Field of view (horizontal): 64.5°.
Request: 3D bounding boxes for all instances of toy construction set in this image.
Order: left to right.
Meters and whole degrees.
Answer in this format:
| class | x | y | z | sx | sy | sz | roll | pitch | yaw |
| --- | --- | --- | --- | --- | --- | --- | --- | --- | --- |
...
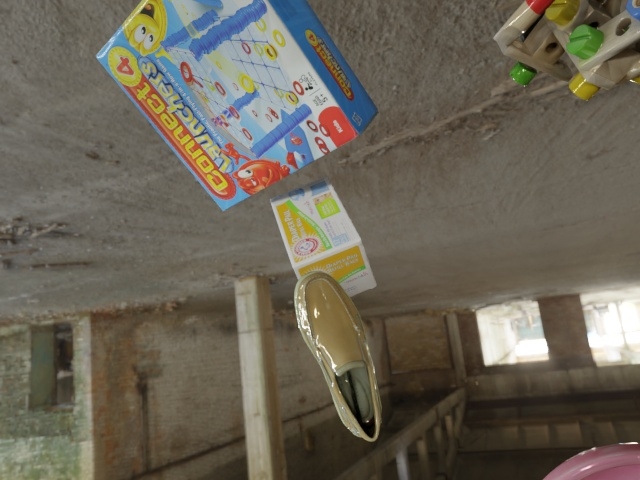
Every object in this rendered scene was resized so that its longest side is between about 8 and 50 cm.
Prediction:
| class | x | y | z | sx | sy | sz | roll | pitch | yaw |
| --- | --- | --- | --- | --- | --- | --- | --- | --- | --- |
| toy construction set | 0.319 | -0.266 | 0.642 | 0.308 | 0.258 | 0.237 | -9 | 156 | -36 |

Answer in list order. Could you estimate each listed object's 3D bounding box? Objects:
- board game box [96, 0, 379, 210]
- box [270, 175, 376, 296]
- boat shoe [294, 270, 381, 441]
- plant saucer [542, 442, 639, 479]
| class | x | y | z | sx | sy | sz | roll | pitch | yaw |
| --- | --- | --- | --- | --- | --- | --- | --- | --- | --- |
| board game box | -0.126 | -0.229 | 0.736 | 0.301 | 0.308 | 0.086 | -23 | -157 | 39 |
| box | 0.000 | 0.000 | 0.839 | 0.114 | 0.203 | 0.103 | -23 | 128 | -1 |
| boat shoe | 0.027 | 0.123 | 0.546 | 0.068 | 0.190 | 0.072 | -24 | -175 | -6 |
| plant saucer | 0.465 | 0.437 | 0.753 | 0.331 | 0.333 | 0.084 | -9 | -169 | 13 |
